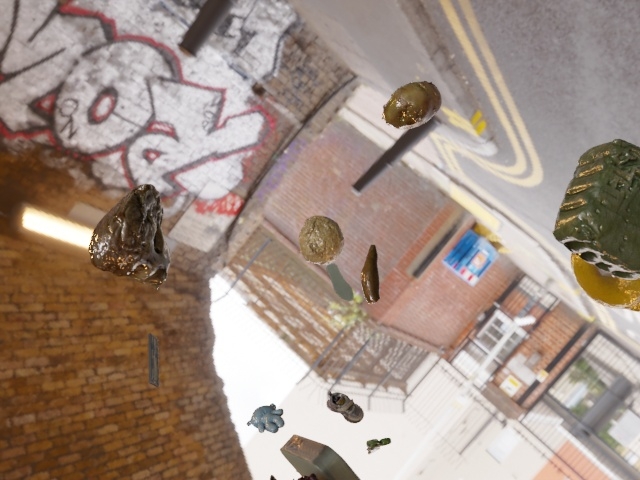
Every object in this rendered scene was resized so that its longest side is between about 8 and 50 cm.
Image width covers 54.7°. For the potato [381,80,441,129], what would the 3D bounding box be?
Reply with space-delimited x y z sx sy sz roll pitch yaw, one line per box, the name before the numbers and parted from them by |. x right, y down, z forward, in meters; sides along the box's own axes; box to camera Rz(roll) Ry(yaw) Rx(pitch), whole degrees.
potato | 0.247 -0.335 1.540 0.089 0.172 0.101 59 169 28

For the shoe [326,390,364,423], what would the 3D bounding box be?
shoe | 0.104 0.693 2.612 0.180 0.089 0.092 24 146 28

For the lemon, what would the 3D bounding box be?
lemon | 0.745 0.068 1.582 0.257 0.188 0.188 62 -167 16

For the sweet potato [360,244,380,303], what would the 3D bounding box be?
sweet potato | 0.187 0.130 2.344 0.077 0.077 0.244 32 -133 -49

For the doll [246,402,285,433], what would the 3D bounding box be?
doll | -0.165 0.601 2.039 0.179 0.120 0.075 15 127 58

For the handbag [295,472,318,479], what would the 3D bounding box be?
handbag | -0.028 0.866 2.003 0.216 0.203 0.074 50 -132 4

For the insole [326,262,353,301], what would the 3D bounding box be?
insole | 0.061 0.133 1.979 0.002 0.053 0.153 83 164 -56

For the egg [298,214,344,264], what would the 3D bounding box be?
egg | 0.000 0.000 1.505 0.118 0.116 0.140 25 -153 -23

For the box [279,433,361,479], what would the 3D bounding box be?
box | 0.057 0.878 2.215 0.397 0.111 0.396 51 157 -8

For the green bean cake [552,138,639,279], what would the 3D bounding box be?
green bean cake | 0.575 -0.051 1.172 0.222 0.227 0.125 28 171 -10

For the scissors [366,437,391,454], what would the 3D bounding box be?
scissors | 0.215 0.828 2.482 0.204 0.101 0.027 109 158 -57

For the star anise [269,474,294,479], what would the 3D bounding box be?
star anise | -0.121 0.805 1.801 0.212 0.197 0.073 49 163 21

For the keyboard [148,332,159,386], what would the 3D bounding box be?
keyboard | -0.560 0.401 2.079 0.055 0.014 0.176 65 -168 -56

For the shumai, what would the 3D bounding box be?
shumai | -0.568 0.005 1.994 0.283 0.217 0.346 46 -140 -21
